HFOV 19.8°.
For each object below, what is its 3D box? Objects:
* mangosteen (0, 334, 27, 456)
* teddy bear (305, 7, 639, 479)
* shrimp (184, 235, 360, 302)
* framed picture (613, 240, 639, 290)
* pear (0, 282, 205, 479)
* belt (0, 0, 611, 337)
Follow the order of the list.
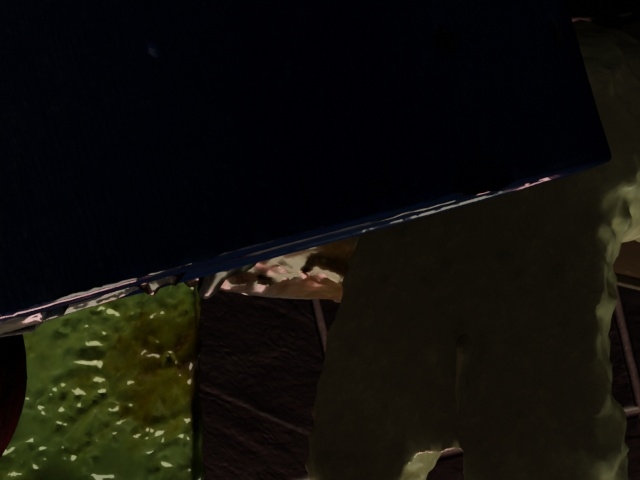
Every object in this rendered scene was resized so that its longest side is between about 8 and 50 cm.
[{"bbox_3d":[-0.274,0.041,1.099,0.235,0.261,0.235,31,-171,-6],"label":"mangosteen"},{"bbox_3d":[0.205,-0.001,1.160,0.327,0.375,0.362,5,177,42],"label":"teddy bear"},{"bbox_3d":[0.000,0.000,1.287,0.110,0.221,0.446,-52,165,14],"label":"shrimp"},{"bbox_3d":[0.155,-0.026,1.435,0.289,0.016,0.213,14,162,37],"label":"framed picture"},{"bbox_3d":[-0.209,0.052,1.418,0.176,0.286,0.282,-7,-156,-20],"label":"pear"},{"bbox_3d":[-0.027,-0.049,0.711,0.212,0.117,0.347,-15,180,38],"label":"belt"}]
